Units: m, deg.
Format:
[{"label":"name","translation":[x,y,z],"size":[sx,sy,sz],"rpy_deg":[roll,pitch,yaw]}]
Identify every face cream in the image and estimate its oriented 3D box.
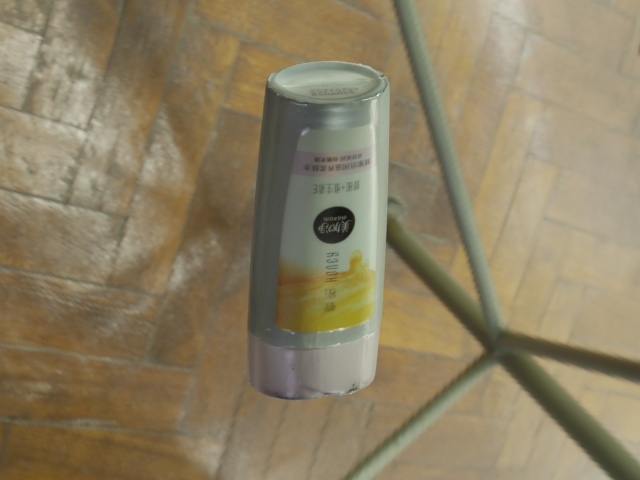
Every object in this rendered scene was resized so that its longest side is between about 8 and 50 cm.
[{"label":"face cream","translation":[0.000,0.000,0.977],"size":[0.107,0.073,0.269],"rpy_deg":[-2,123,-9]}]
